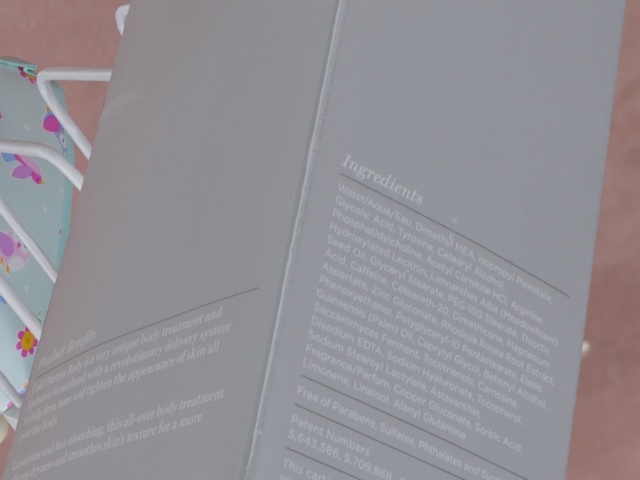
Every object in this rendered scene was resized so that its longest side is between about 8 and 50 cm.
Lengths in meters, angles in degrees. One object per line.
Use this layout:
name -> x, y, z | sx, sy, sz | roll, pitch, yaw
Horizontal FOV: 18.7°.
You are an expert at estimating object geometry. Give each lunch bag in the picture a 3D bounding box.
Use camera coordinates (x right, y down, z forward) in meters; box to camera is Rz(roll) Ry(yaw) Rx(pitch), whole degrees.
lunch bag -> -0.292, -0.020, 1.370 | 0.160, 0.262, 0.223 | 2, 171, 42

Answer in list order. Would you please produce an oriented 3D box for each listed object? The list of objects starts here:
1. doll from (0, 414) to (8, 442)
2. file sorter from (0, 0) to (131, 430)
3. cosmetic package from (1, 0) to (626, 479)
doll -> -0.331, 0.180, 1.619 | 0.189, 0.046, 0.129 | -28, 122, 28
file sorter -> -0.084, -0.030, 1.097 | 0.278, 0.193, 0.173 | -42, 112, -20
cosmetic package -> 0.000, 0.000, 0.526 | 0.107, 0.238, 0.127 | 30, 150, -28
